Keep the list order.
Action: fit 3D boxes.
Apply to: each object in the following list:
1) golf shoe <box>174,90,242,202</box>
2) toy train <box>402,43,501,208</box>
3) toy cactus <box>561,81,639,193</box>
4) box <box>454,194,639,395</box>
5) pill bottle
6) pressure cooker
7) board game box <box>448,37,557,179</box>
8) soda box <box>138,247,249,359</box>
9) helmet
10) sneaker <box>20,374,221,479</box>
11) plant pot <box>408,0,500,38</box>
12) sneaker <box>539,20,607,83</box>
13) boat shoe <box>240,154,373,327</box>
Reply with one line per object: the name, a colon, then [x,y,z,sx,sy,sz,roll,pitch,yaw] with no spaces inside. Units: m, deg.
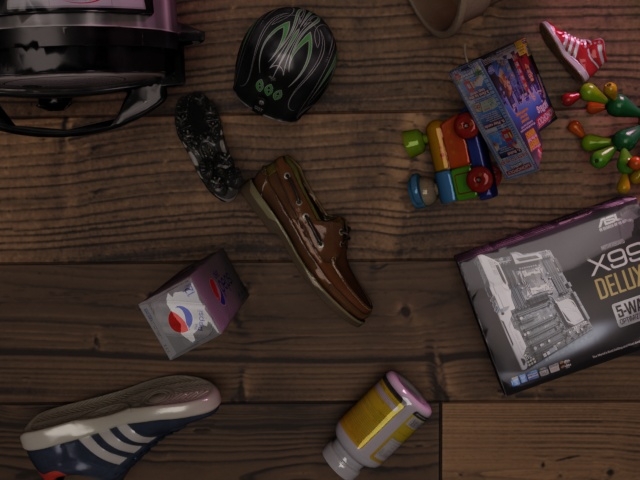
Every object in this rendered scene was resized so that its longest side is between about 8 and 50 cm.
golf shoe: [-0.188,-0.148,1.499,0.077,0.094,0.198,-17,71,-9]
toy train: [0.196,-0.178,1.478,0.143,0.105,0.248,-13,92,21]
toy cactus: [0.505,-0.179,1.459,0.180,0.112,0.219,-33,77,-9]
box: [0.406,0.089,1.509,0.307,0.076,0.242,-19,97,5]
pill bottle: [0.091,0.316,1.538,0.103,0.103,0.184,44,97,-4]
pressure cooker: [-0.387,-0.362,1.333,0.370,0.375,0.420,1,99,22]
board game box: [0.299,-0.204,1.433,0.060,0.194,0.194,-17,99,38]
soda box: [-0.190,0.091,1.423,0.091,0.286,0.098,-28,96,7]
helmet: [-0.052,-0.285,1.438,0.169,0.169,0.161,29,115,-2]
sneaker: [-0.323,0.337,1.552,0.350,0.131,0.148,-14,104,9]
plant pot: [0.281,-0.499,1.331,0.305,0.334,0.334,-17,97,-7]
sneaker: [0.411,-0.319,1.470,0.067,0.042,0.118,-39,90,0]
boat shoe: [0.000,0.000,1.492,0.104,0.111,0.307,-38,95,7]
